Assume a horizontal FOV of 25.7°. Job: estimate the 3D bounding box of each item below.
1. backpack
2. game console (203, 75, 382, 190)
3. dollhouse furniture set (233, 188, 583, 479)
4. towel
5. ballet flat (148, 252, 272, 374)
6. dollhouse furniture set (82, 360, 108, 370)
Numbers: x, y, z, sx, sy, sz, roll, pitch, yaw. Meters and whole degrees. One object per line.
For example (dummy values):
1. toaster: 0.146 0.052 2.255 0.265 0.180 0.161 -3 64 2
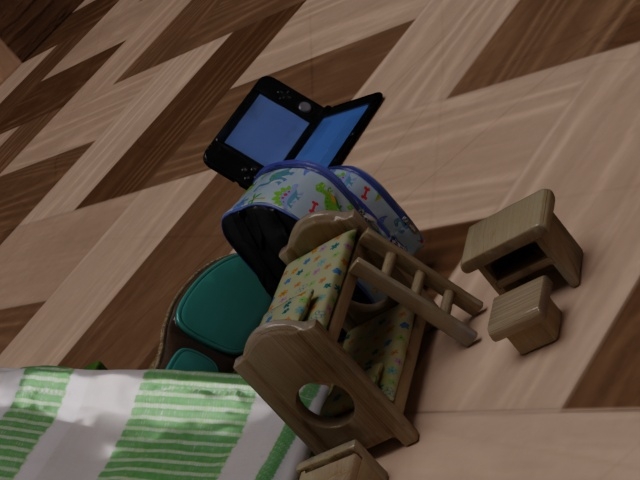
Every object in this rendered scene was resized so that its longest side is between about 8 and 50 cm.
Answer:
1. backpack: 0.000 0.000 0.895 0.105 0.114 0.084 -14 34 53
2. game console: -0.024 -0.098 1.206 0.122 0.107 0.071 -57 -3 -37
3. dollhouse furniture set: 0.042 0.051 0.734 0.161 0.101 0.182 -29 24 30
4. towel: -0.176 0.148 0.784 0.325 0.038 0.248 4 36 18
5. ballet flat: -0.088 0.087 0.951 0.067 0.073 0.206 -54 4 40
6. dollhouse furniture set: -0.202 0.149 1.033 0.152 0.058 0.076 -28 24 32
